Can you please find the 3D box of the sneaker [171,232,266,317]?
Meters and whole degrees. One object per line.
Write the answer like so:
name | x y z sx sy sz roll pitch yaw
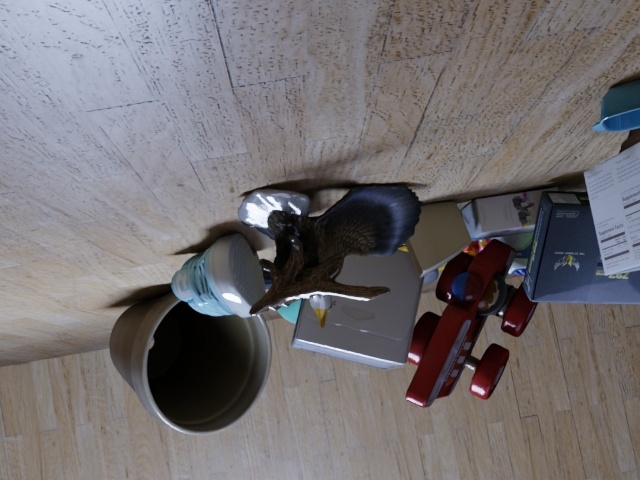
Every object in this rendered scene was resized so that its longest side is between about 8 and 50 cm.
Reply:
sneaker | -0.175 0.075 1.769 0.150 0.135 0.366 -13 172 0

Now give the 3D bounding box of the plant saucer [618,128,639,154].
plant saucer | 0.515 -0.150 1.356 0.278 0.041 0.278 -9 172 -1

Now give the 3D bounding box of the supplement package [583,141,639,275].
supplement package | 0.473 -0.057 1.285 0.204 0.145 0.262 -8 173 -11

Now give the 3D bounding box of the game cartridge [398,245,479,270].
game cartridge | 0.174 0.061 2.449 0.285 0.052 0.324 -15 170 37

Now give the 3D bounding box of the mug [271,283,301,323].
mug | -0.025 0.106 2.138 0.097 0.129 0.157 -21 -150 50

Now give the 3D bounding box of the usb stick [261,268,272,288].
usb stick | -0.139 0.083 2.211 0.278 0.045 0.077 -3 169 -43

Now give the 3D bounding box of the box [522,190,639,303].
box | 0.464 0.014 1.764 0.233 0.183 0.059 3 -151 -7

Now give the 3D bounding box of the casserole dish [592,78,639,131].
casserole dish | 0.382 -0.156 1.144 0.189 0.036 0.114 -12 173 21

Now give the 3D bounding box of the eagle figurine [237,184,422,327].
eagle figurine | -0.002 0.010 1.491 0.226 0.225 0.298 28 -151 2

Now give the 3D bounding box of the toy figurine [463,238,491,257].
toy figurine | 0.321 0.062 2.228 0.130 0.159 0.173 -3 169 -45

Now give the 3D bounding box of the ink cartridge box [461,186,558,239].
ink cartridge box | 0.341 -0.046 1.815 0.181 0.061 0.104 -8 173 -8

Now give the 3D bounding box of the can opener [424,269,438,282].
can opener | 0.242 0.020 2.050 0.076 0.095 0.283 -9 173 -13

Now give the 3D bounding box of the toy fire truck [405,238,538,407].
toy fire truck | 0.250 0.140 1.835 0.169 0.302 0.254 27 -176 17

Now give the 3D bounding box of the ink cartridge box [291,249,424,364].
ink cartridge box | 0.065 0.116 1.949 0.198 0.197 0.270 14 171 -1

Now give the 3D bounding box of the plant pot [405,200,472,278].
plant pot | 0.189 -0.009 1.762 0.096 0.109 0.109 -22 172 -2

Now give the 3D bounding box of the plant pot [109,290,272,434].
plant pot | -0.315 0.243 2.361 0.323 0.323 0.280 -4 -173 -37

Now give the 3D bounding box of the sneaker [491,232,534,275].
sneaker | 0.391 0.010 2.051 0.112 0.130 0.296 -16 172 28
